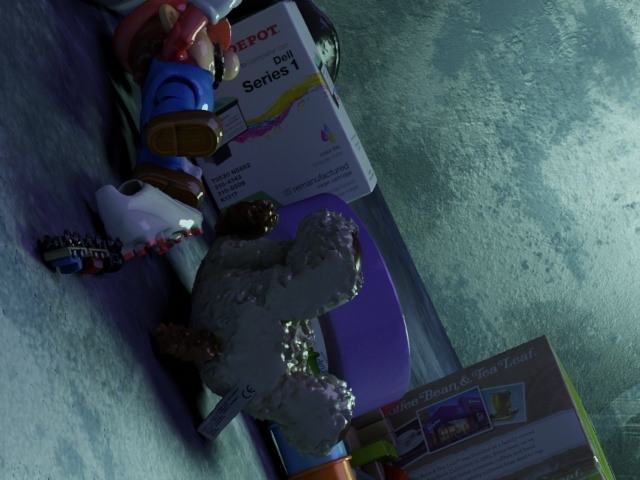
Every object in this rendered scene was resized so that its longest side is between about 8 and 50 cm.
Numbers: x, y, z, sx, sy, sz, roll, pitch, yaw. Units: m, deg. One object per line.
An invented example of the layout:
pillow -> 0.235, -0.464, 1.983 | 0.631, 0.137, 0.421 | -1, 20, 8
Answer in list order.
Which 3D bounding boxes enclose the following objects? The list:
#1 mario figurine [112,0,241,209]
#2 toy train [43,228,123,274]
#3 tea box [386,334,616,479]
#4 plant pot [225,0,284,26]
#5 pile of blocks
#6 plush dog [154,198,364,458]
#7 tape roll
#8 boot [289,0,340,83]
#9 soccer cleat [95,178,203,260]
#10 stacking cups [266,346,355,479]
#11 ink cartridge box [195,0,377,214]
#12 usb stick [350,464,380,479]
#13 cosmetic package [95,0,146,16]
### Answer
mario figurine -> -0.138, -0.174, 1.543 | 0.170, 0.198, 0.320 | 44, 25, -35
toy train -> -0.206, 0.013, 1.179 | 0.158, 0.027, 0.036 | 15, 63, -79
tea box -> 0.250, 0.354, 1.955 | 0.323, 0.329, 0.220 | 54, 15, -47
plant pot -> -0.187, -0.366, 1.814 | 0.187, 0.188, 0.167 | 66, 22, -1
pile of blocks -> 0.055, 0.234, 1.827 | 0.149, 0.113, 0.362 | 56, 13, -47
plush dog -> -0.076, 0.081, 1.407 | 0.225, 0.211, 0.262 | -131, -138, -72
tape roll -> 0.008, 0.084, 1.654 | 0.275, 0.090, 0.275 | 56, -23, 38
boot -> -0.103, -0.393, 2.406 | 0.280, 0.096, 0.264 | 20, -31, 53
soccer cleat -> -0.171, -0.028, 1.363 | 0.076, 0.068, 0.196 | 63, 12, 3
stacking cups -> -0.014, 0.233, 1.550 | 0.096, 0.096, 0.316 | 17, 53, -78
ink cartridge box -> -0.073, -0.157, 1.801 | 0.117, 0.201, 0.278 | -61, 126, -79
usb stick -> 0.089, 0.343, 1.680 | 0.278, 0.045, 0.077 | 33, 40, -35
cosmetic package -> -0.290, -0.517, 1.607 | 0.230, 0.161, 0.453 | -2, 68, -80
